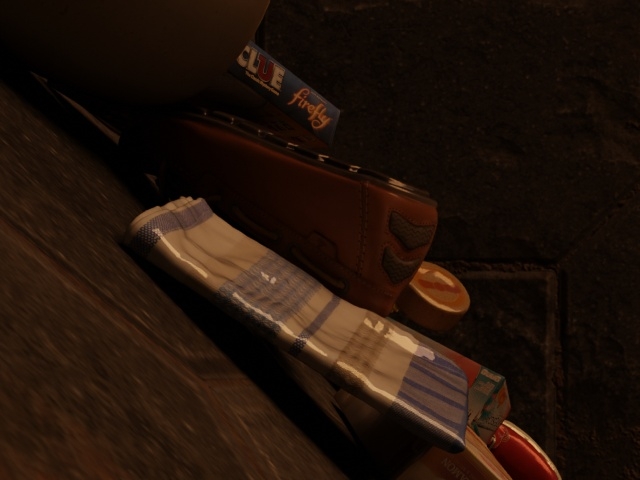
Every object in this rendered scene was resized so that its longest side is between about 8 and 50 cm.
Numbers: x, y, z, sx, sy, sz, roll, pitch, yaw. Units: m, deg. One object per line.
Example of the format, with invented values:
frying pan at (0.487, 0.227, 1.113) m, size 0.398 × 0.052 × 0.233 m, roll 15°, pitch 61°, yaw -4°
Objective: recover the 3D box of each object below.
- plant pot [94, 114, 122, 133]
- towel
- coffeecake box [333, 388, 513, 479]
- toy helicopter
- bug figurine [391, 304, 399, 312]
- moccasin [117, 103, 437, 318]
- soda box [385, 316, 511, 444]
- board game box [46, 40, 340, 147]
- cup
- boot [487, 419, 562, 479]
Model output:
plant pot at (-0.267, -0.238, 1.726) m, size 0.237 × 0.110 × 0.237 m, roll 45°, pitch 1°, yaw -1°
towel at (-0.009, 0.055, 1.155) m, size 0.285 × 0.034 × 0.209 m, roll 33°, pitch 8°, yaw 3°
coffeecake box at (0.100, 0.185, 1.271) m, size 0.142 × 0.068 × 0.185 m, roll 46°, pitch 2°, yaw -21°
toy helicopter at (0.000, 0.000, 1.656) m, size 0.355 × 0.140 × 0.235 m, roll 29°, pitch 29°, yaw -4°
bug figurine at (0.013, -0.004, 1.966) m, size 0.279 × 0.072 × 0.216 m, roll 46°, pitch -16°, yaw -22°
moccasin at (-0.058, -0.027, 1.389) m, size 0.380 × 0.147 × 0.139 m, roll 24°, pitch 4°, yaw 38°
soda box at (0.086, 0.125, 1.443) m, size 0.183 × 0.058 × 0.063 m, roll 26°, pitch -25°, yaw 29°
board game box at (-0.125, -0.140, 1.504) m, size 0.243 × 0.042 × 0.165 m, roll 1°, pitch -23°, yaw 40°
cup at (-0.228, -0.285, 1.327) m, size 0.237 × 0.331 × 0.331 m, roll -2°, pitch 41°, yaw -50°
boot at (0.141, 0.204, 1.545) m, size 0.244 × 0.088 × 0.176 m, roll 37°, pitch 2°, yaw 3°
